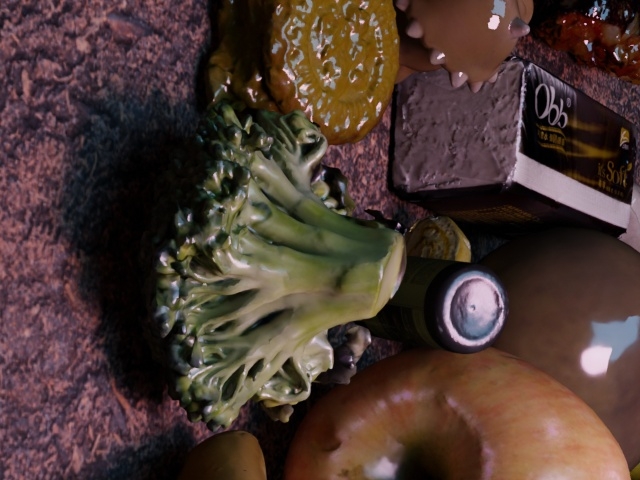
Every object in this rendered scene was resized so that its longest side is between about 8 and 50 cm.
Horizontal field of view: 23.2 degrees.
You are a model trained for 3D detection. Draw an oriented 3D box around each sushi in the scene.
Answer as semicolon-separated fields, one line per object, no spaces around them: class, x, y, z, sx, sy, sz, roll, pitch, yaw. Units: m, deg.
sushi;0.454;-0.351;2.460;0.343;0.196;0.182;14;95;-49

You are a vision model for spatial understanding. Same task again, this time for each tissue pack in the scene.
tissue pack;0.276;-0.108;2.147;0.370;0.210;0.198;19;69;-54

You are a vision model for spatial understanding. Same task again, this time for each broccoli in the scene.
broccoli;-0.064;0.032;1.650;0.334;0.272;0.324;-36;156;-58

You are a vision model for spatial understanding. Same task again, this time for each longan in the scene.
longan;0.311;0.161;2.073;0.361;0.361;0.361;6;83;-55

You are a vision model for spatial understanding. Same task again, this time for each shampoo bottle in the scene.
shampoo bottle;0.098;0.068;1.793;0.101;0.284;0.101;-2;94;-29

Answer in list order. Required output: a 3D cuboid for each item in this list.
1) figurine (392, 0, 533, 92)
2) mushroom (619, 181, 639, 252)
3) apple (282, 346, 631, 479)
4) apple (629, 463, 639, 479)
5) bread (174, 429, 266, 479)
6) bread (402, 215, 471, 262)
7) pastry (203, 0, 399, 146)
figurine;0.149;-0.265;1.918;0.177;0.247;0.173;65;28;-27
mushroom;0.513;0.006;2.543;0.350;0.128;0.128;42;55;-54
apple;0.162;0.310;1.799;0.346;0.391;0.392;41;55;-60
apple;0.475;0.281;2.446;0.196;0.156;0.197;7;82;-54
bread;-0.108;0.283;1.596;0.217;0.098;0.147;-119;-142;-76
bread;0.139;0.039;2.015;0.064;0.117;0.156;44;53;-42
pastry;-0.012;-0.222;1.806;0.235;0.132;0.240;30;62;-51
